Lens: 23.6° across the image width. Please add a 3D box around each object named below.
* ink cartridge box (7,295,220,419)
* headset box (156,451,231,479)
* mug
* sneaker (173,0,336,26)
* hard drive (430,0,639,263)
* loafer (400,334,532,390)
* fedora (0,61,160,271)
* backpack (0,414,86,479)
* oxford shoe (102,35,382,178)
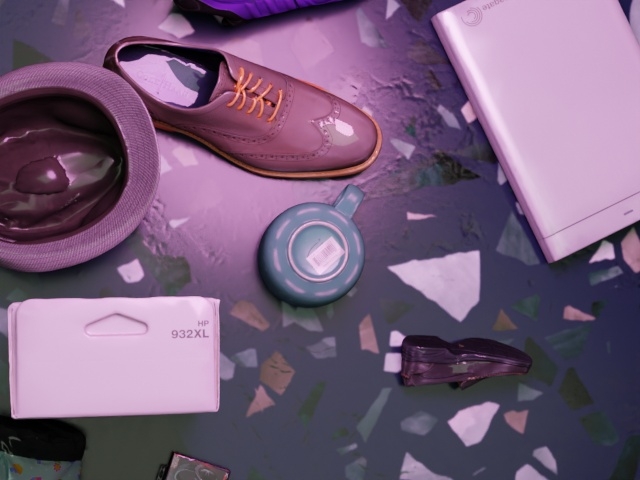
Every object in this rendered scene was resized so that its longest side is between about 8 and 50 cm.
[{"bbox_3d":[-0.236,0.136,1.753,0.223,0.307,0.129,-1,85,-8],"label":"ink cartridge box"},{"bbox_3d":[-0.160,0.300,1.890,0.083,0.032,0.062,20,83,-8],"label":"headset box"},{"bbox_3d":[-0.009,0.004,1.904,0.129,0.097,0.158,3,85,-8],"label":"mug"},{"bbox_3d":[-0.062,-0.329,1.922,0.293,0.146,0.102,-6,67,-38],"label":"sneaker"},{"bbox_3d":[0.324,-0.179,1.994,0.233,0.047,0.353,-25,89,-10],"label":"hard drive"},{"bbox_3d":[0.183,0.159,1.946,0.170,0.062,0.061,6,106,-4],"label":"loafer"},{"bbox_3d":[-0.323,-0.084,1.852,0.275,0.124,0.244,-23,87,-1],"label":"fedora"},{"bbox_3d":[-0.358,0.304,1.806,0.152,0.115,0.182,14,92,-36],"label":"backpack"},{"bbox_3d":[-0.094,-0.161,1.887,0.363,0.133,0.130,14,83,-7],"label":"oxford shoe"}]
